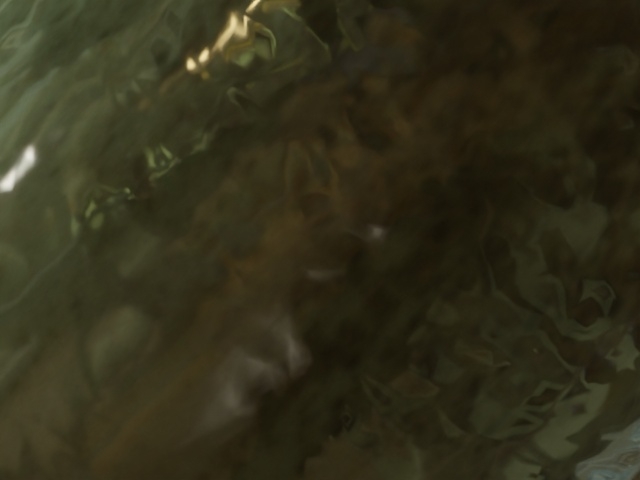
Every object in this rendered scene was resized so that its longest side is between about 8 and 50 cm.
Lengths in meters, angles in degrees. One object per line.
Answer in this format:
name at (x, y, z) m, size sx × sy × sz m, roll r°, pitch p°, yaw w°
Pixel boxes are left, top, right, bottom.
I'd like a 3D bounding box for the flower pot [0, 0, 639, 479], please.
flower pot at (0.000, 0.000, 0.540) m, size 0.293 × 0.293 × 0.330 m, roll 23°, pitch -61°, yaw -43°
